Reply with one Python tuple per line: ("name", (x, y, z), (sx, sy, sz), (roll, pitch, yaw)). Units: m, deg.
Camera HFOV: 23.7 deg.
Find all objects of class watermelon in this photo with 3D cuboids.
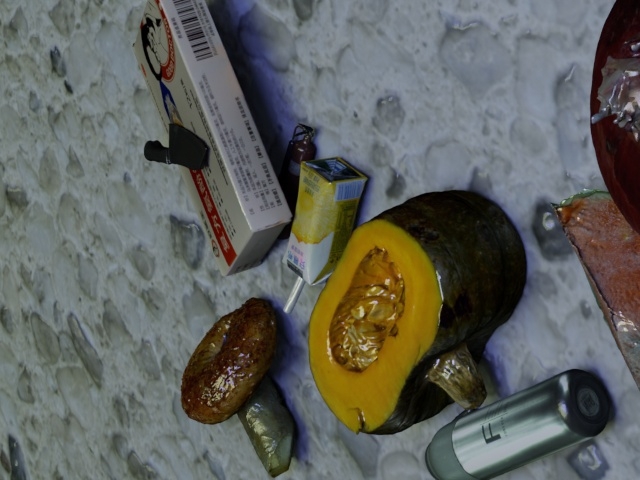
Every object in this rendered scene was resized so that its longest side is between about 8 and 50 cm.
("watermelon", (0.326, 0.062, 1.542), (0.146, 0.128, 0.231), (86, 164, -55))

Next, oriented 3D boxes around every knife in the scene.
("knife", (-0.189, -0.124, 2.010), (0.230, 0.028, 0.060), (-163, 68, -66))

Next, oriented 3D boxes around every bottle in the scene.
("bottle", (0.216, 0.209, 1.716), (0.254, 0.079, 0.096), (-35, 36, 48))

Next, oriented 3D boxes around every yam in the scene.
("yam", (-0.071, 0.243, 2.064), (0.146, 0.070, 0.070), (60, 137, 19))

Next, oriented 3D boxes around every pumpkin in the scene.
("pumpkin", (0.115, 0.099, 1.759), (0.222, 0.139, 0.317), (55, 133, 29))

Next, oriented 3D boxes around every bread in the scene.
("bread", (-0.127, 0.161, 2.049), (0.193, 0.064, 0.193), (-46, 25, 29))

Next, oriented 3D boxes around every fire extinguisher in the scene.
("fire extinguisher", (-0.035, -0.083, 1.965), (0.049, 0.035, 0.173), (-92, 17, -57))

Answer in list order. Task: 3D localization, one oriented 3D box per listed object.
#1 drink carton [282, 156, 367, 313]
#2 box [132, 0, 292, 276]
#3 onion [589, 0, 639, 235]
("drink carton", (0.000, 0.000, 1.908), (0.084, 0.074, 0.200), (37, 127, 39))
("box", (-0.148, -0.147, 1.996), (0.214, 0.069, 0.353), (128, 123, -68))
("onion", (0.351, -0.130, 1.310), (0.347, 0.285, 0.347), (1, 91, 55))
